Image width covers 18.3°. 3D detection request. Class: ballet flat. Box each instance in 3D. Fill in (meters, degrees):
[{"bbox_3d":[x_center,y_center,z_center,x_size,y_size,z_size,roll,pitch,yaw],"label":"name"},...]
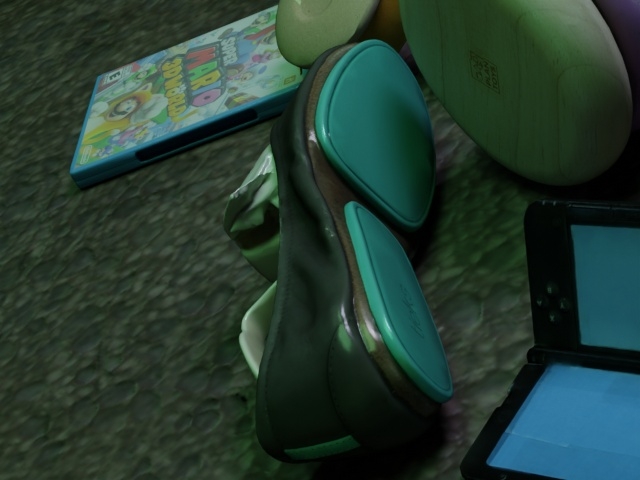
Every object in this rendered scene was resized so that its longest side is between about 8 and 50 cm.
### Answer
[{"bbox_3d":[0.000,0.000,0.929,0.096,0.095,0.280,-32,27,21],"label":"ballet flat"}]

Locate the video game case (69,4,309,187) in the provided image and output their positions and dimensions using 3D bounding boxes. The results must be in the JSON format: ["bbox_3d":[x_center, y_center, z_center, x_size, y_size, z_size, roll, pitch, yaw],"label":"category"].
[{"bbox_3d":[-0.069,-0.095,1.208,0.166,0.015,0.119,-19,31,16],"label":"video game case"}]

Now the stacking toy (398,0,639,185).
[{"bbox_3d":[0.200,-0.170,0.983,0.330,0.141,0.141,-37,30,-21],"label":"stacking toy"}]

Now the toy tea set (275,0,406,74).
[{"bbox_3d":[0.072,-0.235,1.162,0.200,0.124,0.336,-31,48,37],"label":"toy tea set"}]

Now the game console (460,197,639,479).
[{"bbox_3d":[0.115,0.043,0.783,0.122,0.107,0.071,5,16,44],"label":"game console"}]
